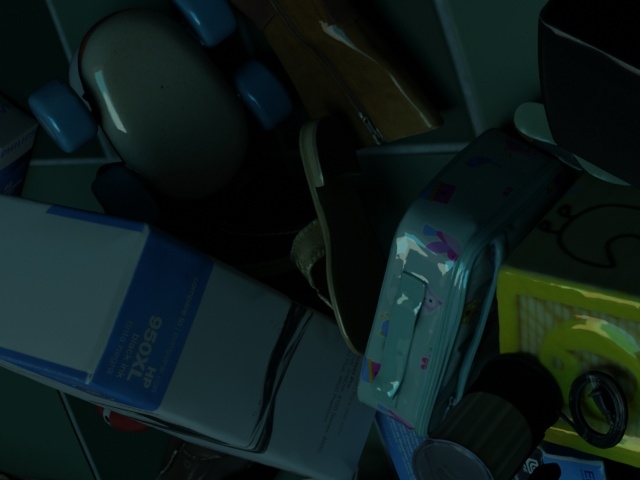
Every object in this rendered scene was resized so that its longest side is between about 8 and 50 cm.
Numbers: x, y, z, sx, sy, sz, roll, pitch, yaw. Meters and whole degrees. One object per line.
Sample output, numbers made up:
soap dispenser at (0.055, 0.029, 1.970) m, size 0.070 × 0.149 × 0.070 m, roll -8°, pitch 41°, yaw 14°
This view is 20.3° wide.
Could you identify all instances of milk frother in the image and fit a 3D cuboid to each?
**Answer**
milk frother at (0.178, 0.172, 1.567) m, size 0.129 × 0.135 × 0.143 m, roll 43°, pitch 136°, yaw 2°

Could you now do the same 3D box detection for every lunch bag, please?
lunch bag at (0.135, 0.051, 1.730) m, size 0.107 × 0.224 × 0.279 m, roll 26°, pitch 132°, yaw 19°

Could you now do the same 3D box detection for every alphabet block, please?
alphabet block at (0.290, 0.071, 1.650) m, size 0.192 × 0.197 × 0.193 m, roll 12°, pitch 127°, yaw 29°

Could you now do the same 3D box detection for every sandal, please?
sandal at (0.004, -0.001, 1.792) m, size 0.079 × 0.088 × 0.240 m, roll -11°, pitch 90°, yaw 41°

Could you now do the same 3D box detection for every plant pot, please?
plant pot at (0.291, -0.145, 1.514) m, size 0.188 × 0.187 × 0.167 m, roll 30°, pitch 146°, yaw 15°

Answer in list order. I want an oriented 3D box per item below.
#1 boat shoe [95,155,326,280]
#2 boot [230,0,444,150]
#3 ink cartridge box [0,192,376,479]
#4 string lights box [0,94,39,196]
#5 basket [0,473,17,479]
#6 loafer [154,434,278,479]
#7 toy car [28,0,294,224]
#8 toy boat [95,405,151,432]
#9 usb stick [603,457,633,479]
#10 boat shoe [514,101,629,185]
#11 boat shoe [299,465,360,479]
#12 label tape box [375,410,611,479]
boat shoe at (-0.110, -0.041, 1.924) m, size 0.342 × 0.123 × 0.123 m, roll 5°, pitch 125°, yaw 41°
boot at (0.028, -0.216, 1.708) m, size 0.264 × 0.096 × 0.280 m, roll -20°, pitch 108°, yaw 43°
ink cartridge box at (-0.159, 0.105, 1.839) m, size 0.285 × 0.166 × 0.395 m, roll 11°, pitch 167°, yaw 44°
string lights box at (-0.435, -0.074, 2.166) m, size 0.133 × 0.077 × 0.260 m, roll 35°, pitch 135°, yaw 12°
basket at (-0.438, 0.523, 2.469) m, size 0.328 × 0.266 × 0.331 m, roll 12°, pitch 128°, yaw 30°
loafer at (-0.118, 0.245, 2.152) m, size 0.366 × 0.133 × 0.130 m, roll -43°, pitch 64°, yaw 37°
toy car at (-0.187, -0.151, 1.882) m, size 0.210 × 0.219 × 0.238 m, roll 55°, pitch 169°, yaw -21°
toy boat at (-0.252, 0.129, 2.109) m, size 0.151 × 0.151 × 0.231 m, roll 30°, pitch 136°, yaw 41°
usb stick at (0.350, 0.342, 1.912) m, size 0.077 × 0.045 × 0.278 m, roll -21°, pitch 106°, yaw 45°
boat shoe at (0.244, -0.089, 1.679) m, size 0.137 × 0.049 × 0.043 m, roll 26°, pitch 175°, yaw 15°
boat shoe at (0.038, 0.335, 2.028) m, size 0.367 × 0.136 × 0.156 m, roll 23°, pitch 126°, yaw -9°
label tape box at (0.227, 0.269, 1.833) m, size 0.347 × 0.115 × 0.249 m, roll 9°, pitch 126°, yaw 53°
